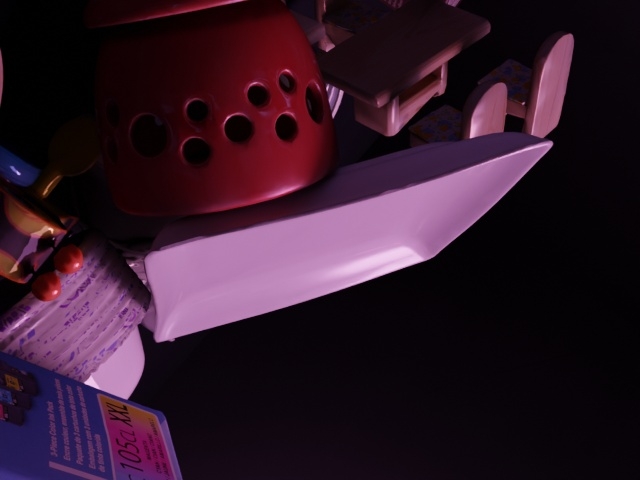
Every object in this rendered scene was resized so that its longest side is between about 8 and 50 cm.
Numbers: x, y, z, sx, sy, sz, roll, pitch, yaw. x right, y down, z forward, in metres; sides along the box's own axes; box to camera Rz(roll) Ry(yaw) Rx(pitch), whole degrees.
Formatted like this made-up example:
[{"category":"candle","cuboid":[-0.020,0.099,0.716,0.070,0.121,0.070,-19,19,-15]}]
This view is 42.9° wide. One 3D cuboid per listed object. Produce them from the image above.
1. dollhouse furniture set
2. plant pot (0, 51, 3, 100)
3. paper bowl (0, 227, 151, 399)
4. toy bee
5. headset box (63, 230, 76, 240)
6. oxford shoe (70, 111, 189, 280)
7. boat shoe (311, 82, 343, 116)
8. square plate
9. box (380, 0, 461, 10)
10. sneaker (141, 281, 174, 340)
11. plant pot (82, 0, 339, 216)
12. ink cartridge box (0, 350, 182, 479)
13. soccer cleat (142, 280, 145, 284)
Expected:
[{"category":"dollhouse furniture set","cuboid":[0.038,-0.219,0.947,0.394,0.362,0.256,-38,143,-29]},{"category":"plant pot","cuboid":[-0.278,-0.050,0.384,0.237,0.110,0.237,-53,176,-6]},{"category":"paper bowl","cuboid":[-0.286,0.126,0.786,0.284,0.148,0.284,-33,-165,10]},{"category":"toy bee","cuboid":[-0.256,-0.007,0.644,0.195,0.162,0.298,-52,176,19]},{"category":"headset box","cuboid":[-0.319,0.013,0.982,0.062,0.032,0.083,-52,174,-12]},{"category":"oxford shoe","cuboid":[-0.216,-0.026,0.940,0.130,0.169,0.449,-52,-179,-12]},{"category":"boat shoe","cuboid":[-0.094,-0.165,1.241,0.319,0.116,0.099,-38,171,26]},{"category":"square plate","cuboid":[0.000,0.000,0.783,0.344,0.049,0.347,-16,166,-14]},{"category":"box","cuboid":[0.137,-0.431,1.129,0.167,0.203,0.168,-52,176,-12]},{"category":"sneaker","cuboid":[-0.249,0.058,1.465,0.297,0.129,0.111,-57,172,34]},{"category":"plant pot","cuboid":[-0.092,-0.126,0.651,0.191,0.191,0.174,-46,129,-58]},{"category":"ink cartridge box","cuboid":[-0.330,0.194,0.550,0.270,0.395,0.151,-55,-150,8]},{"category":"soccer cleat","cuboid":[-0.324,0.075,1.284,0.196,0.068,0.076,-53,-169,15]}]
